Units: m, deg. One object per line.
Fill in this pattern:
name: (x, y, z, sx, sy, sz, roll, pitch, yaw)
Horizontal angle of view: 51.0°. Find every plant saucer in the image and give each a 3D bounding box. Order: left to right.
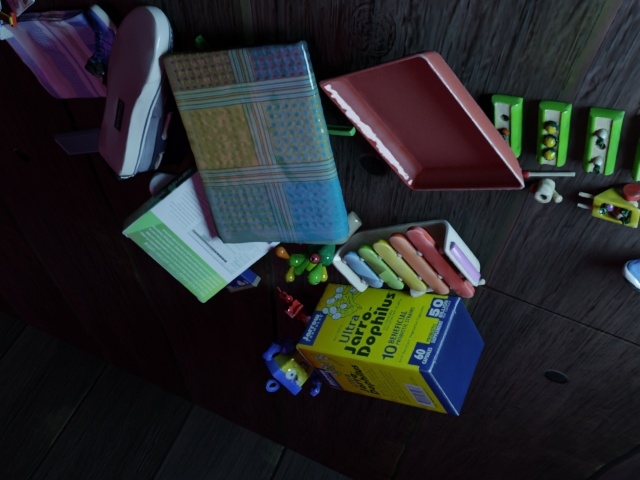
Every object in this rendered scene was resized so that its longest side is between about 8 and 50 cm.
plant saucer: (-0.572, -0.236, 1.615, 0.192, 0.018, 0.067, 2, 141, 40)
plant saucer: (0.154, -0.177, 1.009, 0.258, 0.048, 0.259, 44, 162, -25)

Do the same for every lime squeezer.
lime squeezer: (-0.082, -0.238, 1.158, 0.310, 0.059, 0.110, 32, 135, 6)

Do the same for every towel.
towel: (-0.501, -0.364, 1.340, 0.285, 0.034, 0.209, 7, 145, 32)
towel: (-0.104, -0.155, 1.160, 0.271, 0.040, 0.370, 1, 124, 23)

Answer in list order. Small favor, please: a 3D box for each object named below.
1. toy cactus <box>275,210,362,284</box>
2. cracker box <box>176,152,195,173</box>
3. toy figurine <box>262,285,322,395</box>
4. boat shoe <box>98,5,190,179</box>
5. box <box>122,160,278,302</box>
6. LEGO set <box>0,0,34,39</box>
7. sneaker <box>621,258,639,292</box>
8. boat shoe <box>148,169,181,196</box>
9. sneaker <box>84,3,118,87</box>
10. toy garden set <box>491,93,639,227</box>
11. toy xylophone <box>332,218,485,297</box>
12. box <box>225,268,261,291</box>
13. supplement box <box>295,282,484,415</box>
toy cactus: (0.000, 0.000, 1.376, 0.180, 0.219, 0.112, -39, 103, 16)
cracker box: (-0.206, -0.082, 1.491, 0.155, 0.067, 0.232, 16, 149, 20)
toy figurine: (-0.059, 0.320, 1.780, 0.191, 0.217, 0.362, 34, 166, 51)
boat shoe: (-0.301, -0.273, 1.245, 0.127, 0.158, 0.340, 47, 130, 23)
box: (-0.192, -0.051, 1.327, 0.232, 0.322, 0.058, 48, -172, -29)
LEGO set: (-0.603, -0.478, 1.222, 0.244, 0.060, 0.182, -12, 111, 44)
sneaker: (0.577, 0.047, 1.026, 0.211, 0.080, 0.081, 4, 137, 21)
boat shoe: (-0.241, -0.093, 1.368, 0.219, 0.078, 0.070, 23, -164, -21)
sneaker: (-0.396, -0.343, 1.216, 0.058, 0.084, 0.152, 43, 165, 39)
toy garden set: (0.368, -0.105, 0.982, 0.244, 0.049, 0.204, 14, 147, 25)
toy xylophone: (0.191, 0.053, 1.347, 0.236, 0.081, 0.322, 41, 148, -22)
box: (-0.281, 0.055, 1.801, 0.225, 0.036, 0.136, 43, 147, -22)
supplement box: (0.160, 0.242, 1.552, 0.356, 0.194, 0.195, 3, 142, 37)
